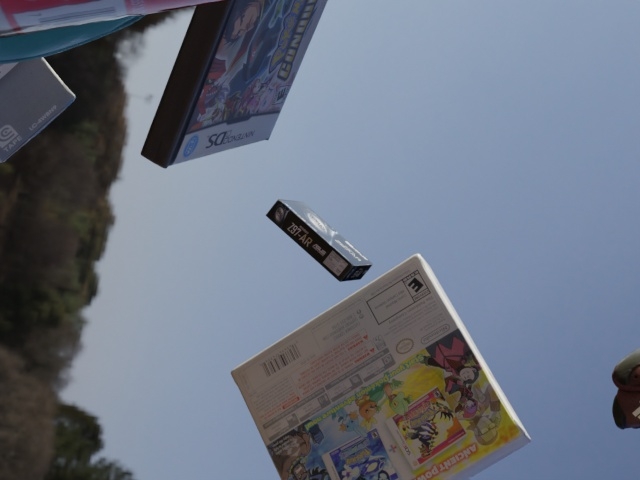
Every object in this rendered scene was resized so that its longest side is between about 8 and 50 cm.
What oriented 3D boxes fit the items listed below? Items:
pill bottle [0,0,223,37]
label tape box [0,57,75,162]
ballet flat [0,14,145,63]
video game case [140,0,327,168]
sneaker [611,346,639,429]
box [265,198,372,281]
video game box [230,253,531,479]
[{"bbox_3d":[-0.017,-0.236,0.535,0.229,0.407,0.229,169,-90,-83],"label":"pill bottle"},{"bbox_3d":[-0.409,-0.262,1.070,0.249,0.115,0.348,42,-12,31],"label":"label tape box"},{"bbox_3d":[-0.272,-0.170,0.693,0.139,0.400,0.139,25,-53,38],"label":"ballet flat"},{"bbox_3d":[-0.066,-0.216,1.164,0.275,0.035,0.248,-65,165,20],"label":"video game case"},{"bbox_3d":[0.370,0.170,1.071,0.281,0.162,0.106,-94,166,-71],"label":"sneaker"},{"bbox_3d":[0.000,0.000,0.923,0.018,0.083,0.067,-51,166,11],"label":"box"},{"bbox_3d":[0.048,0.142,0.971,0.205,0.048,0.187,-32,-119,9],"label":"video game box"}]
